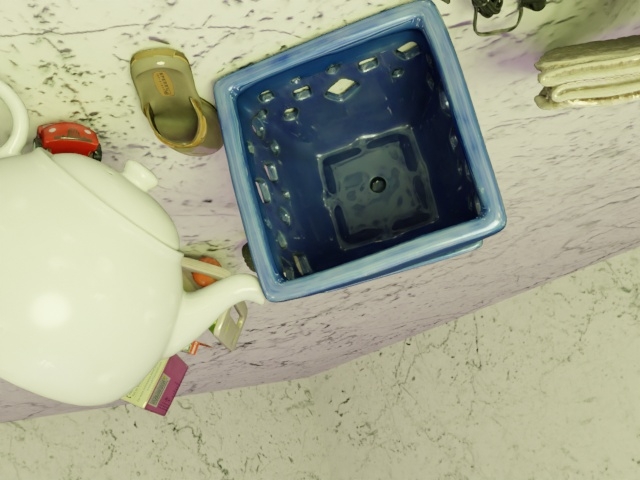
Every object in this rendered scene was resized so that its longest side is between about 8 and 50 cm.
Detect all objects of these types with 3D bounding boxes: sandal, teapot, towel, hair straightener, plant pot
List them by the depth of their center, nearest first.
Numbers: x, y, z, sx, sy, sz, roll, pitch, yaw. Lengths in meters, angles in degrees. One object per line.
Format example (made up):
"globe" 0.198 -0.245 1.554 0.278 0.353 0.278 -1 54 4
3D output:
"hair straightener" 0.140 -0.239 0.516 0.089 0.047 0.230 -23 164 25
"teapot" -0.218 0.004 0.526 0.187 0.253 0.256 -54 152 -5
"towel" 0.306 -0.168 0.567 0.187 0.049 0.282 -2 -161 25
"sandal" -0.143 -0.125 0.608 0.072 0.049 0.180 -14 161 -2
"plant pot" 0.050 -0.070 0.643 0.236 0.235 0.212 -18 168 11

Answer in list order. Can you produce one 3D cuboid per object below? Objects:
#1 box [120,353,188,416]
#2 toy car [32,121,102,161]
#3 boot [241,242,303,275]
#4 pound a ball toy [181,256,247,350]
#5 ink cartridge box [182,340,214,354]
"box" -0.405 0.238 1.168 0.243 0.117 0.213 23 160 3
"toy car" -0.322 -0.055 0.669 0.225 0.053 0.239 -14 161 -1
"boot" 0.000 0.000 1.035 0.247 0.083 0.161 2 149 -44
"pound a ball toy" -0.248 0.096 1.091 0.208 0.135 0.319 16 163 3
"ink cartridge box" -0.271 0.202 1.165 0.063 0.029 0.115 0 156 46
